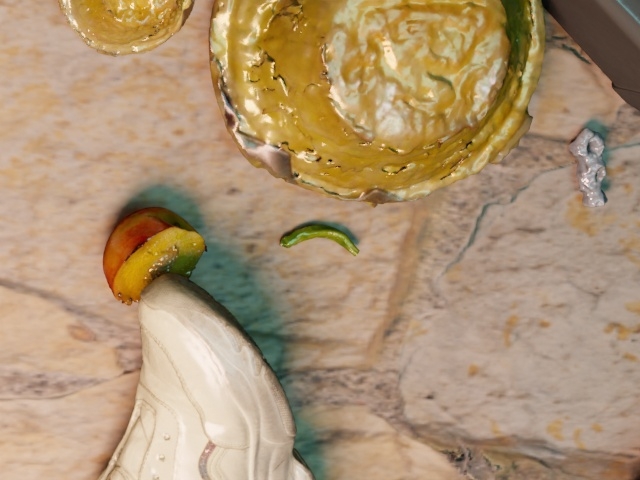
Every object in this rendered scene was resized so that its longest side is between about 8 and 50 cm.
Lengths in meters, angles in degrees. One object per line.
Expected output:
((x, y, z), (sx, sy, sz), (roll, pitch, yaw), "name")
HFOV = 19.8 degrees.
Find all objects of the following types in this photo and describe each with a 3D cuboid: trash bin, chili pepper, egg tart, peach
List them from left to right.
((-0.165, -0.220, 1.604), (0.129, 0.049, 0.128), (-8, 109, -23), "egg tart")
((-0.158, 0.010, 1.665), (0.098, 0.061, 0.098), (-27, 146, -20), "peach")
((0.000, 0.000, 1.765), (0.083, 0.017, 0.030), (0, 105, -23), "chili pepper")
((0.065, -0.178, 1.676), (0.341, 0.132, 0.341), (-5, 105, -20), "egg tart")
((0.315, -0.208, 1.774), (0.236, 0.177, 0.101), (41, 87, -25), "trash bin")

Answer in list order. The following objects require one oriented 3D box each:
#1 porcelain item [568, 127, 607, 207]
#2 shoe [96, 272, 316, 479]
((0.277, -0.076, 1.873), (0.036, 0.028, 0.083), (-18, 110, -18), "porcelain item")
((-0.130, 0.201, 1.681), (0.210, 0.132, 0.342), (-30, 125, -15), "shoe")
